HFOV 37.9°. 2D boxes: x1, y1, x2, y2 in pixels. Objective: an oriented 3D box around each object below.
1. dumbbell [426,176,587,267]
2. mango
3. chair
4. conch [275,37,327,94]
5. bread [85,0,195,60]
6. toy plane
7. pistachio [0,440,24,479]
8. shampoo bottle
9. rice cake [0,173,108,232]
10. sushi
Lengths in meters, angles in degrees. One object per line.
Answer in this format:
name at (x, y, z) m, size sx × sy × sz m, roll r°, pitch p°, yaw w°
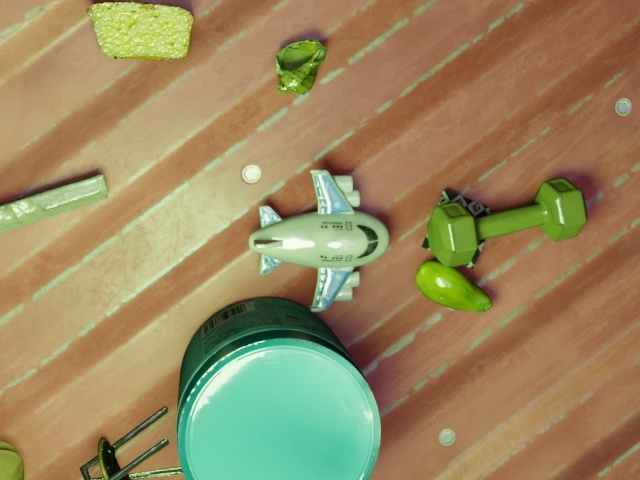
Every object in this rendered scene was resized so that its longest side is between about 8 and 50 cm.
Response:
dumbbell at (0.354, -0.035, 1.763) m, size 0.301 × 0.121 × 0.108 m, roll -14°, pitch 124°, yaw -14°
mango at (0.256, 0.098, 1.796) m, size 0.165 × 0.091 × 0.074 m, roll 29°, pitch 83°, yaw -11°
chair at (-0.368, 0.449, 1.722) m, size 0.246 × 0.159 × 0.172 m, roll -20°, pitch 103°, yaw -6°
conch at (-0.041, -0.316, 1.693) m, size 0.089 × 0.074 × 0.121 m, roll 39°, pitch 95°, yaw -23°
bread at (-0.316, -0.371, 1.651) m, size 0.187 × 0.065 × 0.103 m, roll -2°, pitch 101°, yaw -10°
toy plane at (-0.001, -0.001, 1.728) m, size 0.266 × 0.122 × 0.267 m, roll -2°, pitch 100°, yaw -11°
pistachio at (-0.655, 0.473, 1.681) m, size 0.212 × 0.163 × 0.261 m, roll 20°, pitch 97°, yaw -49°
shampoo bottle at (-0.087, 0.287, 1.645) m, size 0.331 × 0.343 × 0.331 m, roll -1°, pitch 100°, yaw -8°
rice cake at (-0.505, -0.064, 1.672) m, size 0.256 × 0.057 × 0.052 m, roll -19°, pitch 75°, yaw -6°
sushi at (0.266, -0.023, 1.812) m, size 0.120 × 0.026 × 0.126 m, roll 23°, pitch 86°, yaw -12°
